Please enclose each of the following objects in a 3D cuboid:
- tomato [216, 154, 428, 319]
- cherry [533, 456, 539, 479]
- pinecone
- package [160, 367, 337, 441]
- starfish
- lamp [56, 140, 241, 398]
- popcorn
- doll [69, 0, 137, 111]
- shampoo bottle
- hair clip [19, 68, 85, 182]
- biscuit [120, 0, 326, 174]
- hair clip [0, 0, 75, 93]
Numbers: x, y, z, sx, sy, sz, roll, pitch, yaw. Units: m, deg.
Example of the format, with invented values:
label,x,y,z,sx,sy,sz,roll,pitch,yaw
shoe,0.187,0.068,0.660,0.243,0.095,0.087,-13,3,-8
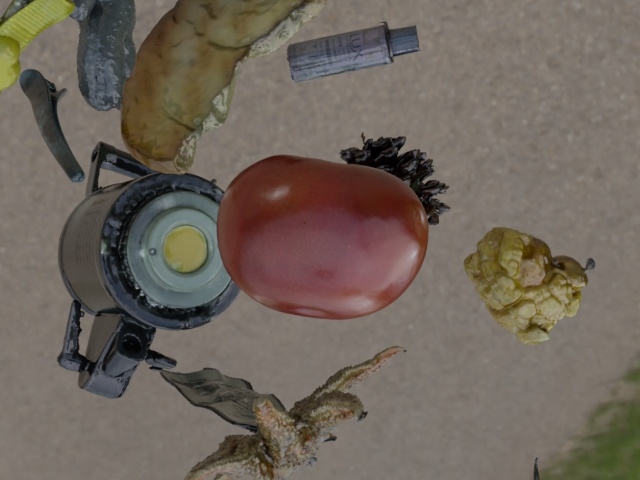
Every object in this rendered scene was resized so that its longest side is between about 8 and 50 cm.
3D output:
label,x,y,z,sx,sy,sz,roll,pitch,yaw
tomato,0.000,0.000,1.152,0.195,0.136,0.195,10,168,2
cherry,0.290,0.391,1.460,0.213,0.285,0.236,-11,161,-21
pinecone,0.113,-0.094,2.273,0.221,0.221,0.221,-9,151,-5
package,-0.102,0.222,1.678,0.166,0.040,0.232,14,-173,-42
starfish,-0.024,0.210,1.410,0.301,0.084,0.293,-32,170,0
lamp,-0.217,0.006,1.669,0.205,0.374,0.272,21,149,-25
popcorn,0.314,0.073,1.970,0.194,0.163,0.140,22,178,-24
doll,-0.335,-0.342,1.756,0.158,0.340,0.246,-2,-172,11
shampoo bottle,0.055,-0.308,2.045,0.214,0.072,0.072,-10,152,10
hair clip,-0.352,-0.148,1.664,0.039,0.229,0.070,-44,130,16
biscuit,-0.122,-0.202,1.370,0.154,0.299,0.045,26,157,29
hair clip,-0.324,-0.197,1.294,0.173,0.046,0.072,-44,143,9
